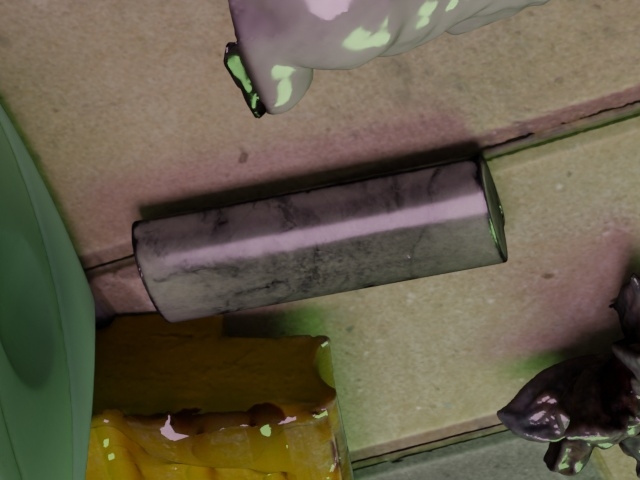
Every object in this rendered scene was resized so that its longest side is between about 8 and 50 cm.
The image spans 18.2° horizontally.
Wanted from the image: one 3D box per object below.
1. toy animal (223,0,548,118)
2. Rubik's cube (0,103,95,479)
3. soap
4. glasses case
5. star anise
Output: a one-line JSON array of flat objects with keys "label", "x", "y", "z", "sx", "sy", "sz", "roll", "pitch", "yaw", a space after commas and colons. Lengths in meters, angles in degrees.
[{"label": "toy animal", "x": 0.091, "y": -0.224, "z": 1.345, "sx": 0.357, "sy": 0.194, "sz": 0.258, "roll": -13, "pitch": 156, "yaw": 7}, {"label": "Rubik's cube", "x": -0.391, "y": 0.086, "z": 1.550, "sx": 0.352, "sy": 0.351, "sz": 0.347, "roll": -13, "pitch": 133, "yaw": 11}, {"label": "soap", "x": -0.092, "y": 0.203, "z": 1.806, "sx": 0.259, "sy": 0.143, "sz": 0.281, "roll": 0, "pitch": 135, "yaw": 8}, {"label": "glasses case", "x": 0.000, "y": 0.000, "z": 1.657, "sx": 0.299, "sy": 0.060, "sz": 0.114, "roll": -10, "pitch": 136, "yaw": 12}, {"label": "star anise", "x": 0.281, "y": 0.132, "z": 1.751, "sx": 0.212, "sy": 0.129, "sz": 0.282, "roll": 16, "pitch": 140, "yaw": -37}]
